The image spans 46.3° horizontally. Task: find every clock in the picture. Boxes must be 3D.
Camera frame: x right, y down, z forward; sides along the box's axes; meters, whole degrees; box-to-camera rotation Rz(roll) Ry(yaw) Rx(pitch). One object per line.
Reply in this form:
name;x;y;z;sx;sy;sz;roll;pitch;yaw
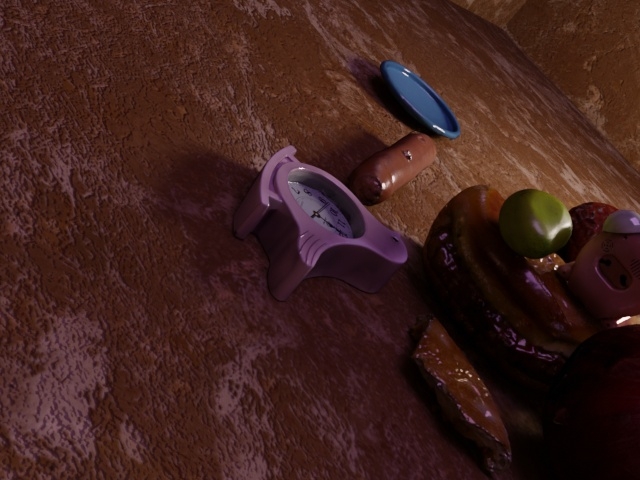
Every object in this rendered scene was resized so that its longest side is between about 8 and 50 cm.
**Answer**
clock;0.000;0.000;1.151;0.275;0.080;0.290;37;29;-7
clock;0.491;0.049;1.212;0.093;0.162;0.166;-5;53;-51

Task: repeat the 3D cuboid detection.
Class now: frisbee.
frisbee;0.260;-0.370;2.015;0.289;0.049;0.289;33;30;-22

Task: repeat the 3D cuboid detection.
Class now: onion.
onion;0.488;0.281;1.107;0.341;0.341;0.341;30;30;-20

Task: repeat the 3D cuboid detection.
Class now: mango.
mango;0.344;-0.030;1.208;0.117;0.089;0.163;52;31;15

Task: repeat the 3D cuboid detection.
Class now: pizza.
pizza;0.201;0.219;1.114;0.134;0.056;0.271;5;46;-51

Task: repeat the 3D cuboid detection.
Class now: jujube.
jujube;0.710;-0.004;1.925;0.183;0.183;0.243;39;28;-5

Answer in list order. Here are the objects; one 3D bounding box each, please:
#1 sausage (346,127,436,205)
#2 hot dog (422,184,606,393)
sausage;0.156;-0.155;1.542;0.094;0.094;0.419;24;25;16
hot dog;0.327;0.092;1.308;0.405;0.185;0.223;51;31;17
